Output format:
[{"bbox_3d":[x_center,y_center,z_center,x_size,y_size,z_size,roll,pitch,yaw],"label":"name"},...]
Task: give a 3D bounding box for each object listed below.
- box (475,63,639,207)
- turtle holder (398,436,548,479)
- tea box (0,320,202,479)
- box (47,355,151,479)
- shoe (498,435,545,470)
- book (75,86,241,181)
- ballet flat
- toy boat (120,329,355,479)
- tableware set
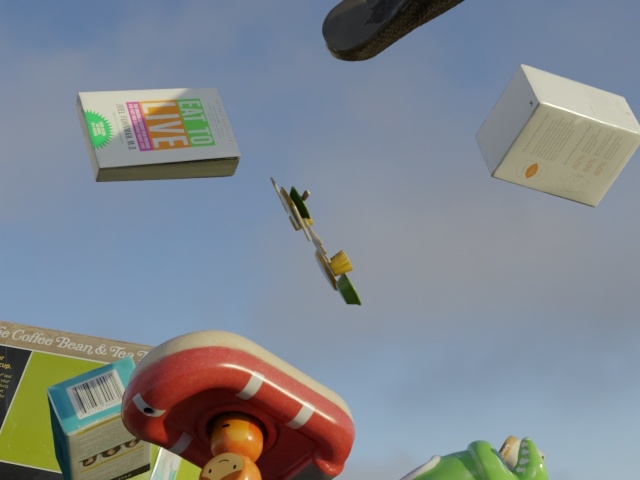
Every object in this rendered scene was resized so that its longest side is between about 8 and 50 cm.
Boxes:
[{"bbox_3d":[0.314,-0.137,2.239,0.170,0.091,0.130,16,-56,-24],"label":"box"},{"bbox_3d":[0.161,0.378,1.745,0.227,0.320,0.243,-21,-3,-3],"label":"turtle holder"},{"bbox_3d":[-0.345,0.311,2.329,0.329,0.323,0.220,9,-28,17],"label":"tea box"},{"bbox_3d":[-0.245,0.214,1.905,0.100,0.060,0.244,-21,-21,-16],"label":"box"},{"bbox_3d":[0.275,0.316,2.341,0.058,0.076,0.219,25,-7,13],"label":"shoe"},{"bbox_3d":[-0.161,-0.106,1.678,0.144,0.096,0.035,-5,-32,-23],"label":"book"},{"bbox_3d":[0.113,-0.253,1.680,0.250,0.084,0.058,-35,-27,3],"label":"ballet flat"},{"bbox_3d":[-0.083,0.194,1.616,0.231,0.151,0.151,32,-53,-22],"label":"toy boat"},{"bbox_3d":[0.000,0.000,1.680,0.024,0.104,0.154,-29,33,-7],"label":"tableware set"}]
